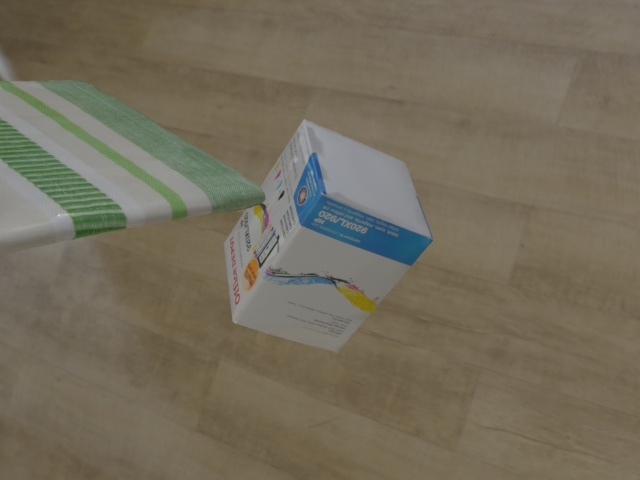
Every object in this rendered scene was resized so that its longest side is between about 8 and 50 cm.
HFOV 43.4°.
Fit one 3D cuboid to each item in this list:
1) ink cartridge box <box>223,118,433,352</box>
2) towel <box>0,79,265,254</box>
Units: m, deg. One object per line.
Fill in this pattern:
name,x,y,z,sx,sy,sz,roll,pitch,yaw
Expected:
ink cartridge box,0.000,0.000,1.063,0.232,0.168,0.171,-54,30,30
towel,-0.237,-0.049,0.530,0.248,0.325,0.038,31,120,33
